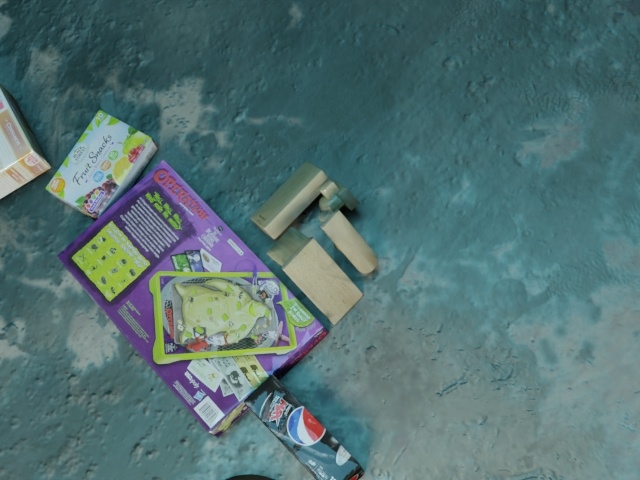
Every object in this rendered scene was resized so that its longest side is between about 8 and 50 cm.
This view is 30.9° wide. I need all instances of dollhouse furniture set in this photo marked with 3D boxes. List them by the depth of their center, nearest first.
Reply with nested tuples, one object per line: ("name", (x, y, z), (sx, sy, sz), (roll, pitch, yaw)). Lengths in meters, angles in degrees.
("dollhouse furniture set", (0.000, 0.000, 1.586), (0.144, 0.123, 0.151), (-46, 34, -7))

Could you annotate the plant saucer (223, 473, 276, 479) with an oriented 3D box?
("plant saucer", (-0.096, 0.380, 1.473), (0.168, 0.029, 0.169), (-3, 72, 10))

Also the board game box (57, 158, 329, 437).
("board game box", (-0.179, 0.073, 1.587), (0.208, 0.056, 0.347), (-44, 69, -1))

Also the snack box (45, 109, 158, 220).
("snack box", (-0.315, -0.106, 1.678), (0.100, 0.037, 0.141), (28, 78, 20))

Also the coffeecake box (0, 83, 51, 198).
("coffeecake box", (-0.515, -0.124, 1.707), (0.185, 0.068, 0.142), (-32, 68, -1))

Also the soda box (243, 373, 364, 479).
("soda box", (-0.021, 0.252, 1.484), (0.053, 0.060, 0.169), (-44, 69, -9))
